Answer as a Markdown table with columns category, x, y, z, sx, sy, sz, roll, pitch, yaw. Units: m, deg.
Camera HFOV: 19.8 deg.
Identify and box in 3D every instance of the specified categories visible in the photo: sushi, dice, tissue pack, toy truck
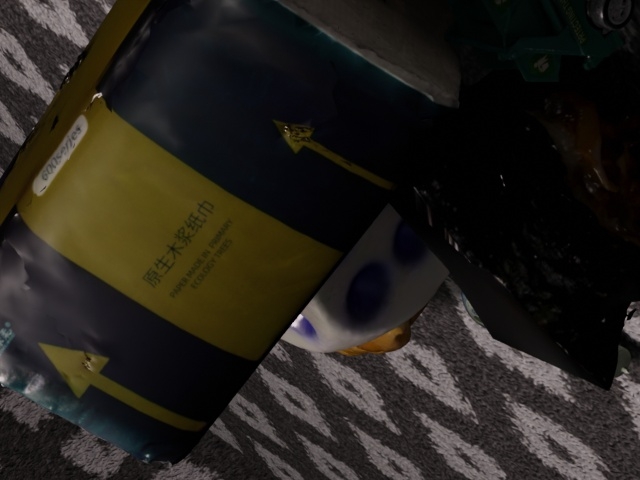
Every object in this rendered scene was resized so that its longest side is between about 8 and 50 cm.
| category | x | y | z | sx | sy | sz | roll | pitch | yaw |
| --- | --- | --- | --- | --- | --- | --- | --- | --- | --- |
| sushi | 0.191 | -0.034 | 1.512 | 0.227 | 0.212 | 0.215 | 46 | 174 | -11 |
| dice | -0.006 | -0.066 | 1.791 | 0.251 | 0.259 | 0.243 | 25 | 157 | 44 |
| tissue pack | -0.097 | -0.060 | 1.484 | 0.253 | 0.416 | 0.264 | 30 | -154 | -14 |
| toy truck | 0.137 | -0.205 | 1.362 | 0.110 | 0.116 | 0.216 | 24 | 155 | 48 |

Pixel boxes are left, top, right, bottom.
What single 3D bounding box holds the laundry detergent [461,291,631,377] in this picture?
| category | x | y | z | sx | sy | sz | roll | pitch | yaw |
| --- | --- | --- | --- | --- | --- | --- | --- | --- | --- |
| laundry detergent | 0.246 | 0.095 | 1.952 | 0.206 | 0.061 | 0.096 | 28 | 156 | 40 |

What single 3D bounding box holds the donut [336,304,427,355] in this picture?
| category | x | y | z | sx | sy | sz | roll | pitch | yaw |
| --- | --- | --- | --- | --- | --- | --- | --- | --- | --- |
| donut | 0.000 | 0.000 | 2.124 | 0.317 | 0.150 | 0.299 | 33 | 161 | 31 |
